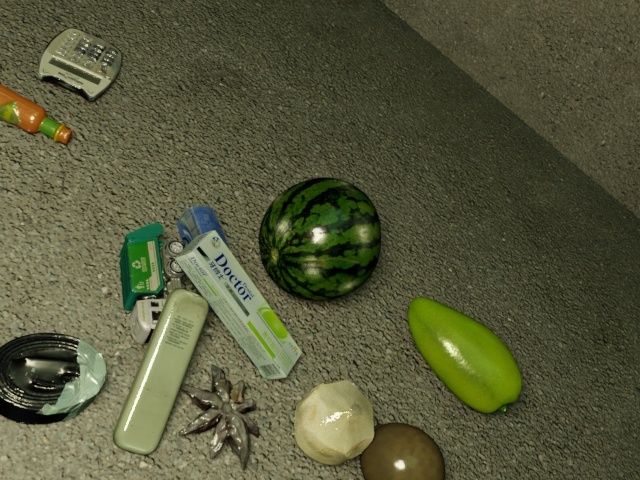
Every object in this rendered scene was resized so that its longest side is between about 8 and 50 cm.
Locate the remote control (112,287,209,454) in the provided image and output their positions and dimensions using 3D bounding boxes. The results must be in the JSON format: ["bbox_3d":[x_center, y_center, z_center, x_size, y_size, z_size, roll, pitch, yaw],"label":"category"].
[{"bbox_3d":[-0.289,0.238,1.201,0.090,0.038,0.310,26,70,-23],"label":"remote control"}]

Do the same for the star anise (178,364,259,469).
[{"bbox_3d":[-0.192,0.333,1.256,0.180,0.061,0.204,14,49,-24],"label":"star anise"}]

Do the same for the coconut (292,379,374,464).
[{"bbox_3d":[0.029,0.361,1.308,0.161,0.162,0.161,19,47,-22],"label":"coconut"}]

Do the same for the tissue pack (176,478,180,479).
[{"bbox_3d":[-0.240,0.537,0.956,0.167,0.200,0.275,-14,64,-43],"label":"tissue pack"}]

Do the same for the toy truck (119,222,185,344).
[{"bbox_3d":[-0.338,0.089,1.325,0.124,0.114,0.253,4,56,-27],"label":"toy truck"}]

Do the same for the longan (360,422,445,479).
[{"bbox_3d":[0.165,0.454,1.337,0.185,0.159,0.204,29,9,-37],"label":"longan"}]

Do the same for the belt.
[{"bbox_3d":[-0.475,0.241,1.131,0.198,0.078,0.151,5,51,-33],"label":"belt"}]

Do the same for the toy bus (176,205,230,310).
[{"bbox_3d":[-0.247,0.036,1.439,0.079,0.094,0.236,-7,60,-37],"label":"toy bus"}]

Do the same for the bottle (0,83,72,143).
[{"bbox_3d":[-0.646,-0.275,1.447,0.187,0.069,0.069,28,44,-11],"label":"bottle"}]

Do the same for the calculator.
[{"bbox_3d":[-0.603,-0.454,1.643,0.177,0.040,0.268,24,45,-16],"label":"calculator"}]

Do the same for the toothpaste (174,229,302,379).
[{"bbox_3d":[-0.164,0.139,1.337,0.336,0.067,0.081,57,41,-19],"label":"toothpaste"}]

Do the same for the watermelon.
[{"bbox_3d":[0.000,0.000,1.496,0.285,0.285,0.285,18,47,-21],"label":"watermelon"}]

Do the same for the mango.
[{"bbox_3d":[0.349,0.271,1.604,0.343,0.156,0.192,47,43,10],"label":"mango"}]
